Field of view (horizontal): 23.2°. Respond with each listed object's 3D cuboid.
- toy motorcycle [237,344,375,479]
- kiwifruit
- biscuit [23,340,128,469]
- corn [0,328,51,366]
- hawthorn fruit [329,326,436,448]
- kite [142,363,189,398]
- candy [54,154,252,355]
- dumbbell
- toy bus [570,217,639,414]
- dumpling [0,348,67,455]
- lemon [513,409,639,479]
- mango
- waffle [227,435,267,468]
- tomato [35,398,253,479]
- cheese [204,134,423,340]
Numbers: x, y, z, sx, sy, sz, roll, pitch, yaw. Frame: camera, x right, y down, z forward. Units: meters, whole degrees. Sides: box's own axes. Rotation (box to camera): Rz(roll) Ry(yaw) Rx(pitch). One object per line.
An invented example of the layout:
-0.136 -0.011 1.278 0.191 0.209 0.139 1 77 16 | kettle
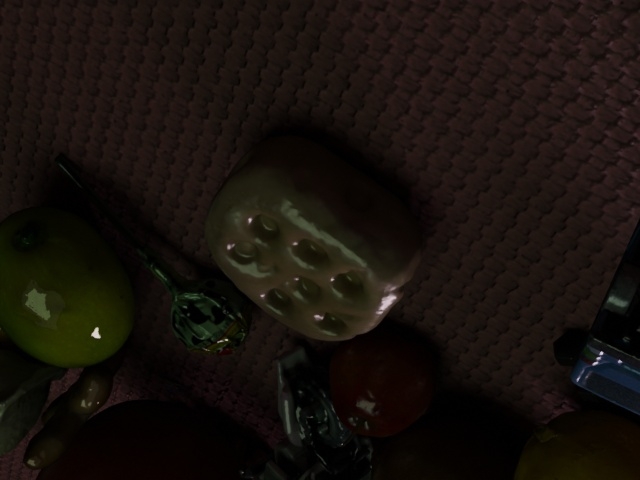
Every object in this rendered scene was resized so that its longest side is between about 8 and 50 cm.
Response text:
-0.015 0.261 1.928 0.188 0.143 0.327 36 146 38 | toy motorcycle
0.162 0.297 1.780 0.234 0.196 0.196 32 149 0 | kiwifruit
-0.306 0.202 1.980 0.047 0.164 0.208 40 -174 -7 | biscuit
-0.415 0.105 2.071 0.106 0.106 0.305 18 150 19 | corn
0.070 0.164 1.737 0.125 0.140 0.125 -6 143 -5 | hawthorn fruit
-0.211 0.194 2.127 0.078 0.002 0.044 28 149 0 | kite
-0.194 0.012 1.800 0.091 0.083 0.305 -37 104 18 | candy
0.268 0.129 1.594 0.083 0.040 0.036 54 174 -35 | dumbbell
0.292 0.020 1.231 0.116 0.234 0.133 25 157 9 | toy bus
-0.404 0.201 2.032 0.126 0.166 0.216 47 144 17 | dumpling
0.296 0.269 1.647 0.206 0.174 0.173 25 152 -20 | lemon
-0.308 0.069 1.863 0.192 0.156 0.343 47 167 8 | mango
-0.110 0.345 2.211 0.160 0.055 0.211 14 146 25 | waffle
-0.226 0.361 2.042 0.321 0.321 0.321 21 148 14 | tomato
0.000 0.000 1.553 0.218 0.117 0.235 13 144 24 | cheese
